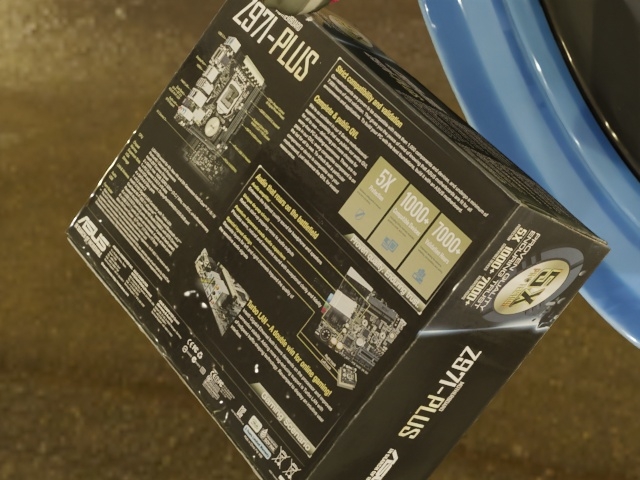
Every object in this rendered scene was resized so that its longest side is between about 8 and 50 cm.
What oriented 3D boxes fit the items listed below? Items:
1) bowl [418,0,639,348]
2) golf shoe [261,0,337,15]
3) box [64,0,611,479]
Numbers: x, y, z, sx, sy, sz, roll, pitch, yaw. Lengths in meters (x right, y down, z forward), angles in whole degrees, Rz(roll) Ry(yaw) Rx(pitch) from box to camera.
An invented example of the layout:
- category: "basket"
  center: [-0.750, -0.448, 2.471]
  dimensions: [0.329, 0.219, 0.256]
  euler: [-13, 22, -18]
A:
- category: "bowl"
  center: [0.154, -0.118, 0.757]
  dimensions: [0.077, 0.391, 0.391]
  euler: [-25, 33, -11]
- category: "golf shoe"
  center: [0.010, -0.155, 0.474]
  dimensions: [0.120, 0.105, 0.273]
  euler: [-14, 37, -6]
- category: "box"
  center: [0.000, 0.000, 0.617]
  dimensions: [0.077, 0.147, 0.180]
  euler: [20, 20, -51]
